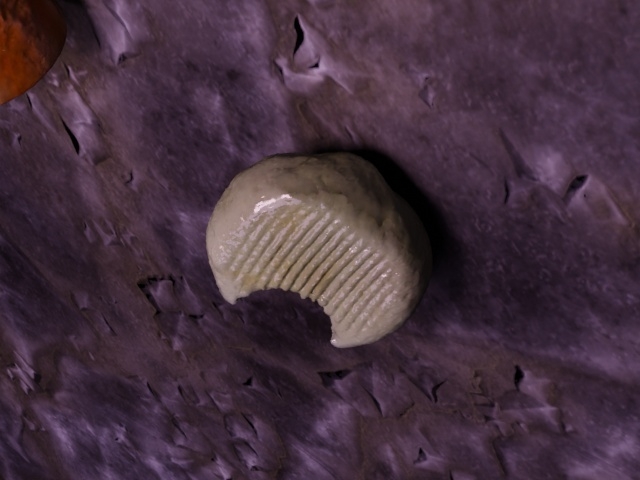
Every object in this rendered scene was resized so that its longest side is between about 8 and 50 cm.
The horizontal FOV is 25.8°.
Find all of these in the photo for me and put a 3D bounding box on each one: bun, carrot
[{"bbox_3d":[0.000,0.000,1.319,0.204,0.126,0.212,-27,117,30],"label":"bun"},{"bbox_3d":[-0.368,-0.263,1.300,0.196,0.196,0.254,22,152,29],"label":"carrot"}]
